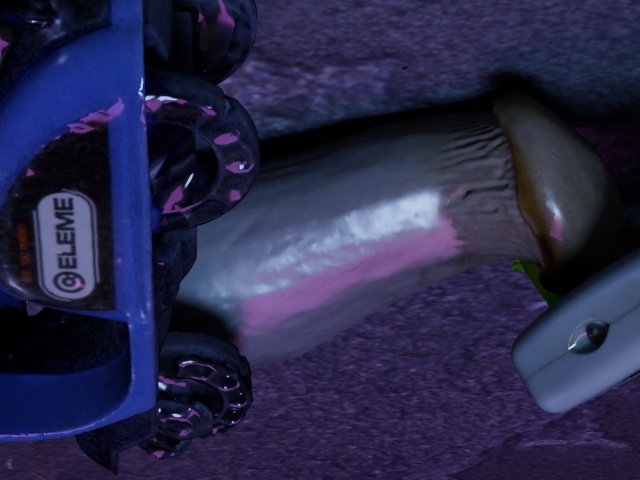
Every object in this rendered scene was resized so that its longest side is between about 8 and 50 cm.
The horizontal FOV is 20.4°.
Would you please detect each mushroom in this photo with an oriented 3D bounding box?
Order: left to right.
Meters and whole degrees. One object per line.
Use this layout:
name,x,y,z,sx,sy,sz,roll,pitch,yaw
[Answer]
mushroom,0.000,0.000,0.945,0.328,0.122,0.159,-14,-179,22

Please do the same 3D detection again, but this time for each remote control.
remote control,0.233,0.007,0.911,0.296,0.056,0.140,-19,167,-38

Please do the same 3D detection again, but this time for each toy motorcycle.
toy motorcycle,-0.134,-0.008,0.784,0.212,0.125,0.358,-1,139,-4

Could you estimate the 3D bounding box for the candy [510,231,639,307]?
candy,0.179,0.035,1.023,0.102,0.032,0.178,-2,-158,-9
